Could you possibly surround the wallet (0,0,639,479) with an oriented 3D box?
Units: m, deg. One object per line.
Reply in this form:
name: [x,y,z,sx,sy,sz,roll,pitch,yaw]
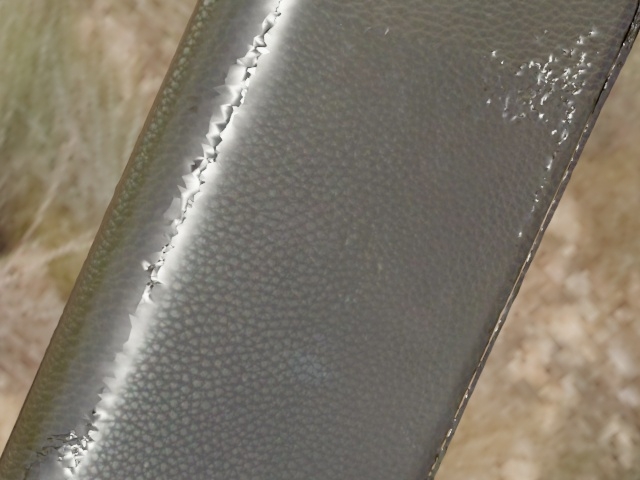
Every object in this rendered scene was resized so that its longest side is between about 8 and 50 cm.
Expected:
wallet: [0.000,0.000,0.488,0.110,0.031,0.198,23,92,-25]
